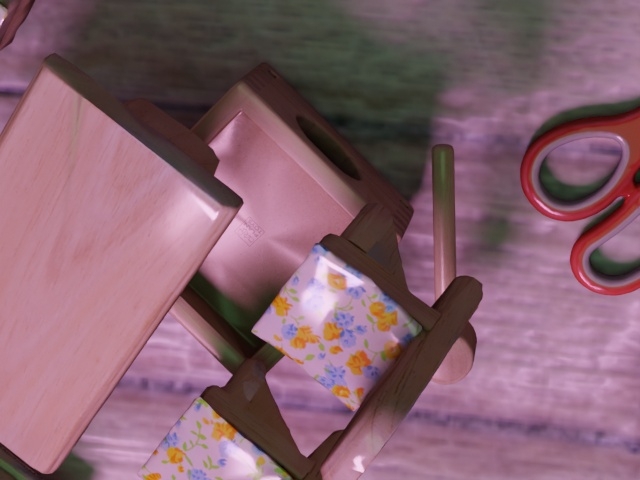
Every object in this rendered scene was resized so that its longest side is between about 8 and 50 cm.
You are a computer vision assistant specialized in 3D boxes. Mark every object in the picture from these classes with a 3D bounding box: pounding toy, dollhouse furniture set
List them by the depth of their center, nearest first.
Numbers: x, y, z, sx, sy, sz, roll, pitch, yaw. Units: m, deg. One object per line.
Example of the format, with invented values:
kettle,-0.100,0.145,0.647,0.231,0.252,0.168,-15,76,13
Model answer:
dollhouse furniture set,-0.192,0.091,1.035,0.362,0.256,0.394,38,126,2
pounding toy,0.011,-0.002,1.140,0.206,0.094,0.181,44,104,-3

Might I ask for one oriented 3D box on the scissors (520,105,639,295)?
scissors,0.240,-0.093,1.132,0.297,0.021,0.109,-44,91,13
